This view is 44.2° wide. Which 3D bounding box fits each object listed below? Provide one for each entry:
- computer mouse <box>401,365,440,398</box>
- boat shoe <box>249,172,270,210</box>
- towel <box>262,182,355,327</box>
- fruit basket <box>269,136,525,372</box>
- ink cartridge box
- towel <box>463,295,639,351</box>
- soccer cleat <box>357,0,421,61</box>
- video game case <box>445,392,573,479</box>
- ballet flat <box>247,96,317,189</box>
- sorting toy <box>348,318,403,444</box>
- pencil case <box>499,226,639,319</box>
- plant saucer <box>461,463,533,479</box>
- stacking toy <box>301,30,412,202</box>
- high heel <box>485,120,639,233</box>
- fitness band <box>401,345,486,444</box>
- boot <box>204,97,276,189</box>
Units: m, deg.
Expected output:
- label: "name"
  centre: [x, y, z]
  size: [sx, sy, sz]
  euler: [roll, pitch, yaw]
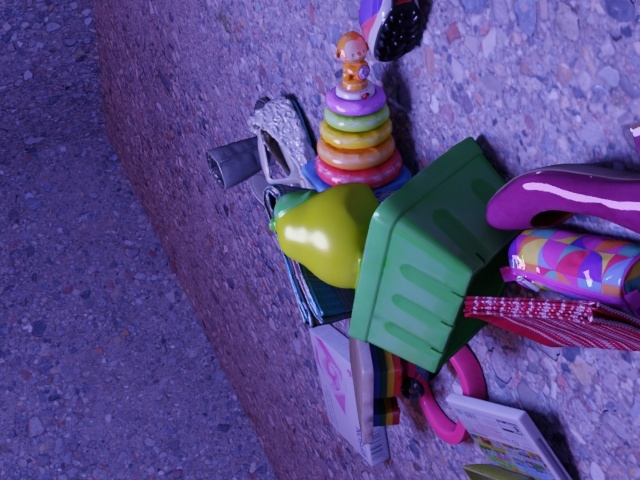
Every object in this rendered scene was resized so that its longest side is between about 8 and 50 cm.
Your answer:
- label: "computer mouse"
  centre: [0.193, 0.268, 1.589]
  size: [0.071, 0.041, 0.242]
  euler: [54, 154, 24]
- label: "boat shoe"
  centre: [-0.130, -0.094, 2.092]
  size: [0.206, 0.075, 0.065]
  euler: [52, 150, 25]
- label: "towel"
  centre: [0.024, 0.021, 1.545]
  size: [0.040, 0.370, 0.272]
  euler: [-23, 81, 24]
- label: "fruit basket"
  centre: [0.119, 0.001, 1.315]
  size: [0.392, 0.283, 0.392]
  euler: [35, 146, 29]
- label: "ink cartridge box"
  centre: [0.054, 0.391, 2.130]
  size: [0.330, 0.071, 0.324]
  euler: [31, 138, 55]
- label: "towel"
  centre: [0.344, 0.120, 1.066]
  size: [0.275, 0.198, 0.031]
  euler: [-6, 65, 66]
- label: "soccer cleat"
  centre: [0.113, -0.416, 1.191]
  size: [0.116, 0.108, 0.318]
  euler: [62, 160, 25]
- label: "video game case"
  centre: [0.345, 0.371, 1.417]
  size: [0.206, 0.026, 0.227]
  euler: [55, 160, -12]
- label: "ballet flat"
  centre: [-0.050, -0.131, 1.796]
  size: [0.409, 0.147, 0.147]
  euler: [64, 158, 9]
- label: "sorting toy"
  centre: [0.119, 0.265, 1.732]
  size: [0.255, 0.089, 0.257]
  euler: [-98, 3, -48]
- label: "pencil case"
  centre: [0.355, 0.041, 1.061]
  size: [0.236, 0.104, 0.104]
  euler: [13, 122, 63]
- label: "plant saucer"
  centre: [0.373, 0.490, 1.461]
  size: [0.188, 0.045, 0.188]
  euler: [54, 160, -10]
- label: "stacking toy"
  centre: [0.063, -0.223, 1.388]
  size: [0.166, 0.175, 0.302]
  euler: [47, 150, 45]
- label: "high heel"
  centre: [0.343, -0.019, 0.978]
  size: [0.377, 0.127, 0.181]
  euler: [147, 111, -65]
- label: "fitness band"
  centre: [0.249, 0.291, 1.609]
  size: [0.209, 0.054, 0.291]
  euler: [47, 151, 37]
- label: "boot"
  centre: [-0.186, -0.236, 1.906]
  size: [0.190, 0.208, 0.076]
  euler: [65, 157, 8]
